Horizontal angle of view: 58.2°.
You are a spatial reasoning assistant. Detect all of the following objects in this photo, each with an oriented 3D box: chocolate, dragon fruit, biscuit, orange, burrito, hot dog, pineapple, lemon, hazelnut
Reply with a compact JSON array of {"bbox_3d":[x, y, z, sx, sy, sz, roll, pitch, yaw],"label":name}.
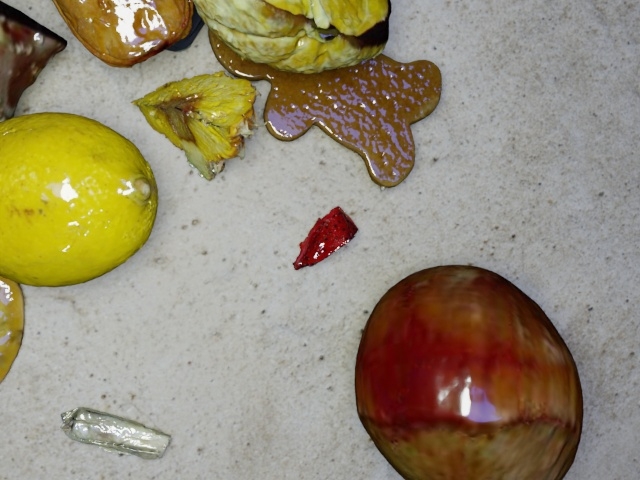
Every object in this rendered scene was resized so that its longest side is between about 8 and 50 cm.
[{"bbox_3d":[-0.576,-0.279,0.827,0.340,0.225,0.210,24,94,-13],"label":"chocolate"},{"bbox_3d":[-0.001,-0.003,1.043,0.131,0.097,0.063,-33,95,9],"label":"dragon fruit"},{"bbox_3d":[-0.585,0.154,0.919,0.203,0.041,0.260,41,84,-10],"label":"biscuit"},{"bbox_3d":[-0.066,-0.387,0.867,0.369,0.210,0.270,2,77,-43],"label":"orange"},{"bbox_3d":[-0.350,0.329,0.977,0.188,0.045,0.058,21,61,-10],"label":"burrito"},{"bbox_3d":[0.004,-0.294,1.036,0.432,0.064,0.283,24,86,-9],"label":"biscuit"},{"bbox_3d":[-0.308,-0.395,0.831,0.196,0.122,0.272,-31,111,-3],"label":"hot dog"},{"bbox_3d":[-0.169,-0.192,0.969,0.140,0.250,0.164,-49,132,-27],"label":"pineapple"},{"bbox_3d":[-0.380,-0.058,0.845,0.310,0.258,0.257,-5,93,17],"label":"lemon"},{"bbox_3d":[0.250,0.238,0.974,0.421,0.353,0.420,16,54,-23],"label":"hazelnut"}]

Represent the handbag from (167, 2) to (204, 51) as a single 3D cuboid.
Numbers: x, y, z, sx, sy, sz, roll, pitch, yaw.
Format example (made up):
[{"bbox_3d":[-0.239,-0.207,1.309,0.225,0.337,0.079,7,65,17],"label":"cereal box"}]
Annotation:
[{"bbox_3d":[-0.261,-0.511,0.943,0.269,0.118,0.325,32,87,-15],"label":"handbag"}]
